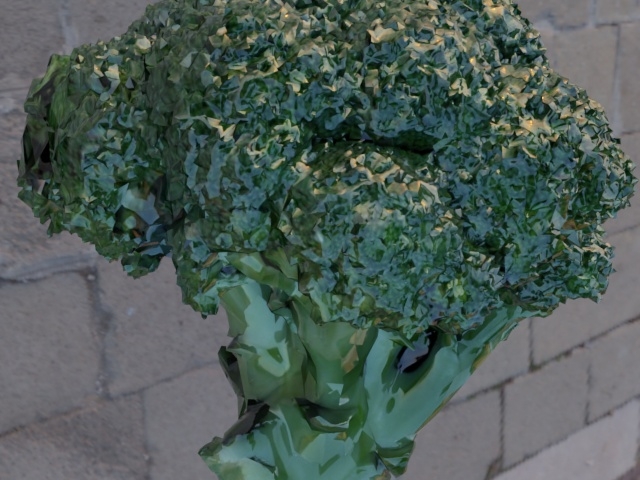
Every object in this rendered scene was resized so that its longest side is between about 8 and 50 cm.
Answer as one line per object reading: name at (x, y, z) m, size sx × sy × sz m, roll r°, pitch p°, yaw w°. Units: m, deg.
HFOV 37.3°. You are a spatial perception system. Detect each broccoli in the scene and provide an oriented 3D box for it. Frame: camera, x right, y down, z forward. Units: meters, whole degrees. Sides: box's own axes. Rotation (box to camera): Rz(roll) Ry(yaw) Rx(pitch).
broccoli at (0.000, 0.000, 0.437) m, size 0.270 × 0.270 × 0.270 m, roll -2°, pitch 102°, yaw -42°
